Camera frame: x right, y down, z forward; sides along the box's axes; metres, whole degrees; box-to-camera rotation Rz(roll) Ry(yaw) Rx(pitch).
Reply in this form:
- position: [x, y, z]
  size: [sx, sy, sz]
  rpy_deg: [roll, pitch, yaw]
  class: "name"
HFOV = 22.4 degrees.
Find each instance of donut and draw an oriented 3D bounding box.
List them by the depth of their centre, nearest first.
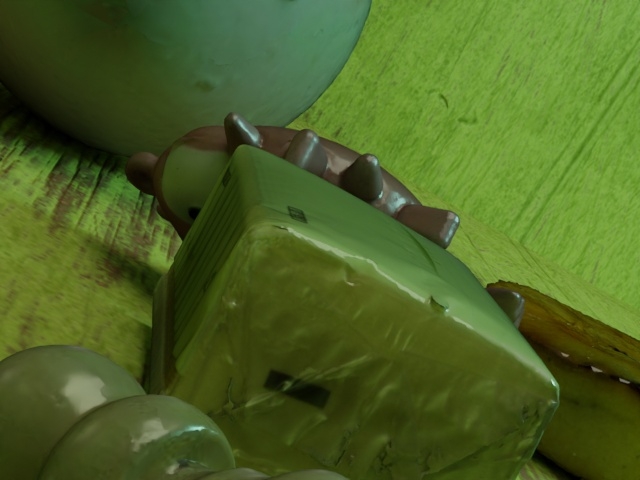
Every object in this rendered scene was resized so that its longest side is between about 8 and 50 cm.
- position: [0.224, 0.118, 1.216]
  size: [0.253, 0.118, 0.253]
  rpy_deg: [32, 8, -5]
  class: "donut"

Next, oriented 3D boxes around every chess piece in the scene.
- position: [-0.050, 0.093, 0.517]
  size: [0.170, 0.094, 0.094]
  rpy_deg: [26, 4, 36]
  class: "chess piece"

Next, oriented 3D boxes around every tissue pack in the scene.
- position: [0.006, 0.050, 0.796]
  size: [0.159, 0.125, 0.234]
  rpy_deg: [28, 9, -9]
  class: "tissue pack"

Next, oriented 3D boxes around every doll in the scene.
- position: [0.000, 0.000, 0.991]
  size: [0.262, 0.093, 0.211]
  rpy_deg: [26, -30, 3]
  class: "doll"

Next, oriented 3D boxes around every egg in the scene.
- position: [-0.133, -0.219, 1.284]
  size: [0.354, 0.354, 0.340]
  rpy_deg: [29, 24, -6]
  class: "egg"
